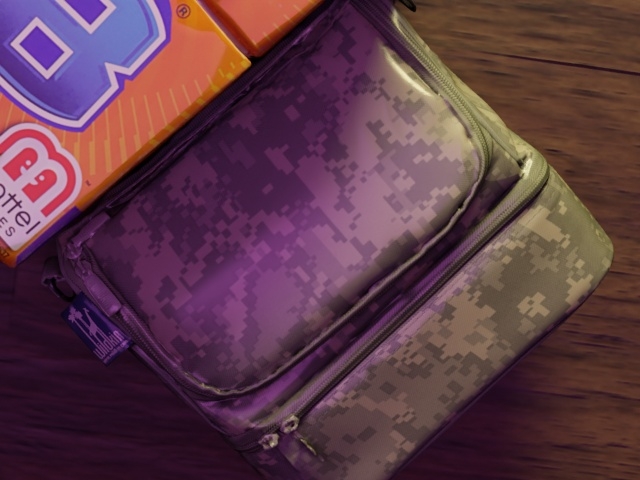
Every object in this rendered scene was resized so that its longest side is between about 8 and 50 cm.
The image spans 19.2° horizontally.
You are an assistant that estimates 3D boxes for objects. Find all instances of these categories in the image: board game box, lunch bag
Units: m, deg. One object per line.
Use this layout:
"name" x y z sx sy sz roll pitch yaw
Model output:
"board game box" -0.164 -0.247 1.178 0.356 0.356 0.356 -41 98 1
"lunch bag" 0.000 0.000 1.271 0.305 0.212 0.256 -42 112 3
